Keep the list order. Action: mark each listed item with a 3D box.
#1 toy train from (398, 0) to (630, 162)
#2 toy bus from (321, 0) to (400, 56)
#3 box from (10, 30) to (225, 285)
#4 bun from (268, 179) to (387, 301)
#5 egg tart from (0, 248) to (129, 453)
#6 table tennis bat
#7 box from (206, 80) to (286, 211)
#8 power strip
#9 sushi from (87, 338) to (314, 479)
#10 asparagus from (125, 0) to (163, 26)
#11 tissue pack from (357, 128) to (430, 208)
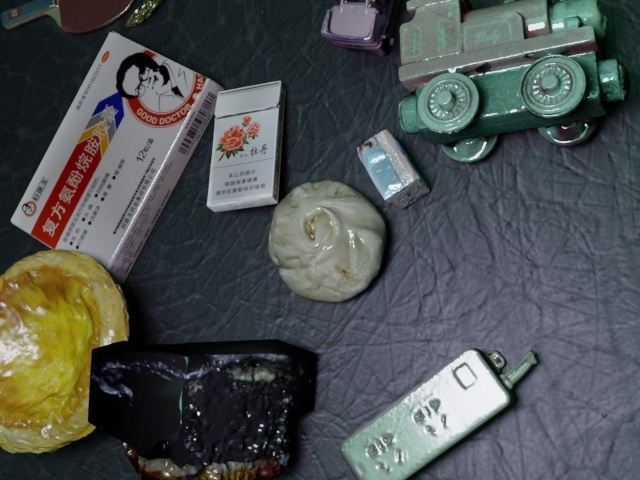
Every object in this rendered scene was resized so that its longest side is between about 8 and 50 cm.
[{"bbox_3d":[0.248,-0.232,1.271,0.304,0.150,0.221,-7,71,22],"label":"toy train"},{"bbox_3d":[0.082,-0.403,1.381,0.090,0.112,0.274,12,84,23],"label":"toy bus"},{"bbox_3d":[-0.325,-0.133,1.521,0.214,0.069,0.353,28,89,24],"label":"box"},{"bbox_3d":[0.000,0.000,1.344,0.183,0.102,0.183,-4,80,24],"label":"bun"},{"bbox_3d":[-0.400,0.172,1.457,0.319,0.128,0.319,-5,78,22],"label":"egg tart"},{"bbox_3d":[-0.429,-0.418,1.640,0.274,0.021,0.154,-15,75,17],"label":"table tennis bat"},{"bbox_3d":[-0.111,-0.142,1.433,0.109,0.029,0.198,-7,66,21],"label":"box"},{"bbox_3d":[0.161,0.227,1.263,0.288,0.053,0.093,-40,68,11],"label":"power strip"},{"bbox_3d":[-0.156,0.240,1.294,0.215,0.227,0.212,-1,86,27],"label":"sushi"},{"bbox_3d":[-0.238,-0.435,1.562,0.236,0.027,0.034,-49,62,7],"label":"asparagus"},{"bbox_3d":[0.101,-0.100,1.338,0.059,0.074,0.094,-35,67,15],"label":"tissue pack"}]
